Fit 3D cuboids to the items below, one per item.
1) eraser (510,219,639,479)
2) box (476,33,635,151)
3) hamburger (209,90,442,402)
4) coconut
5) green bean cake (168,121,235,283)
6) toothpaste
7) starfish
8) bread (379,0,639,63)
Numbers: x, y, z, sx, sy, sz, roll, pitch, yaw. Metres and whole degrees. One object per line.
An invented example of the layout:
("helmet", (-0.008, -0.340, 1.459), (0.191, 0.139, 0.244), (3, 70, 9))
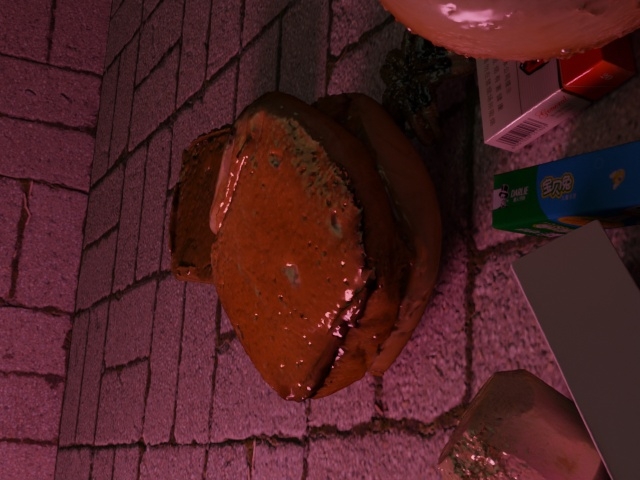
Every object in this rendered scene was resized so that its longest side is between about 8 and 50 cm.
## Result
("eraser", (0.223, 0.124, 0.625), (0.076, 0.078, 0.298), (-29, 46, 13))
("box", (0.204, -0.157, 0.829), (0.152, 0.048, 0.100), (-38, 48, 54))
("hamburger", (0.000, 0.007, 0.999), (0.284, 0.174, 0.304), (63, 148, 32))
("coconut", (0.163, 0.171, 0.718), (0.116, 0.122, 0.116), (-57, -6, -10))
("green bean cake", (-0.123, -0.043, 1.337), (0.230, 0.131, 0.223), (-9, 75, 59))
("toothpaste", (0.238, -0.042, 0.703), (0.267, 0.065, 0.050), (-11, 74, 61))
("starfish", (0.106, -0.165, 1.004), (0.146, 0.074, 0.189), (59, 134, 45))
("bread", (0.175, -0.265, 0.723), (0.306, 0.159, 0.305), (-8, 63, 17))
